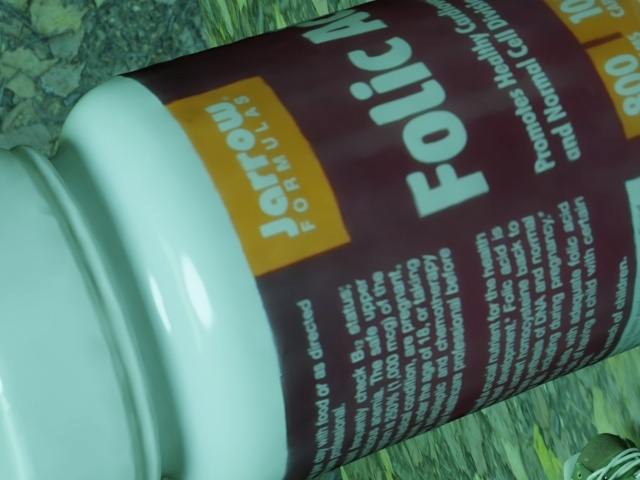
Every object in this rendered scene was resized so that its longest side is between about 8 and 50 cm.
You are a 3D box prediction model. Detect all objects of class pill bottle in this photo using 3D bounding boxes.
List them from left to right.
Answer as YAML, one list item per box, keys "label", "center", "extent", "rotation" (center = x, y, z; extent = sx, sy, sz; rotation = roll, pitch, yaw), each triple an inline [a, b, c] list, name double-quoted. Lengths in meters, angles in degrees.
- label: "pill bottle"
  center: [0.000, 0.000, 0.905]
  extent: [0.224, 0.392, 0.224]
  rotation: [51, 152, 41]

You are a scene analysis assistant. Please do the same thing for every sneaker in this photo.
- label: "sneaker"
  center: [0.199, 0.170, 1.169]
  extent: [0.192, 0.064, 0.086]
  rotation: [105, 141, -79]
